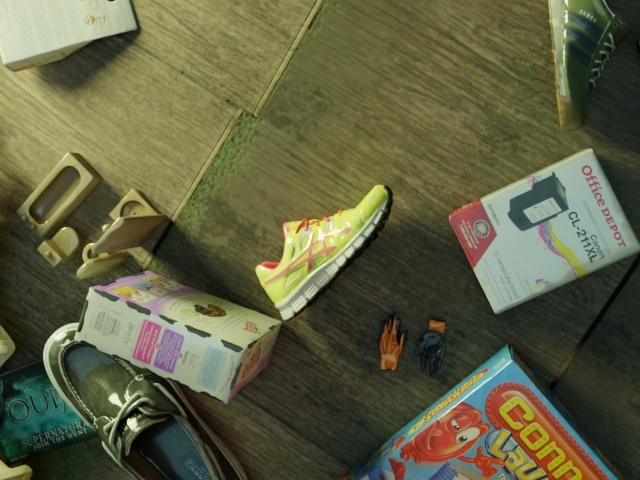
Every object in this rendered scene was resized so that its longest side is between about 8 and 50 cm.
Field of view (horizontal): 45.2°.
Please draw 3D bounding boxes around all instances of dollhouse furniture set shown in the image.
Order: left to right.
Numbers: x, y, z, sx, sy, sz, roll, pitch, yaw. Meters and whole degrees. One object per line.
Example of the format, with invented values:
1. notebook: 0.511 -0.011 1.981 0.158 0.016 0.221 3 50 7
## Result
1. dollhouse furniture set: -0.314 -0.030 0.972 0.151 0.123 0.144 46 101 5

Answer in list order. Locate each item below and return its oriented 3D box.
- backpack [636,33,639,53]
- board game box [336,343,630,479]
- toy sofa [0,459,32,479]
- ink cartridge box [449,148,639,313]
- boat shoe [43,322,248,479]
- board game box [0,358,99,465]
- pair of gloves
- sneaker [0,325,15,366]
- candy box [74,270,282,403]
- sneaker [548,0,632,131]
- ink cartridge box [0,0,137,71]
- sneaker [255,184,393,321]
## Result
1. backpack: 0.448 -0.228 0.802 0.182 0.115 0.152 -41 83 9
2. board game box: 0.209 0.338 0.910 0.302 0.086 0.308 -42 85 12
3. toy sofa: -0.568 0.269 0.985 0.363 0.177 0.150 33 100 22
4. ink cartridge box: 0.253 -0.012 0.880 0.175 0.072 0.127 -26 88 13
5. boat shoe: -0.215 0.226 0.963 0.335 0.119 0.121 41 84 1
6. board game box: -0.367 0.222 1.052 0.186 0.026 0.126 -21 90 12
7. pair of gloves: 0.113 0.129 0.953 0.083 0.010 0.074 7 94 9
8. sneaker: -0.453 0.074 1.011 0.169 0.108 0.292 36 111 17
9. candy box: -0.164 0.109 0.930 0.196 0.165 0.070 20 99 10
10. sneaker: 0.302 -0.222 0.857 0.086 0.064 0.192 -5 90 17
11. ink cartridge box: -0.343 -0.317 1.009 0.179 0.045 0.145 -16 90 -6
12. sneaker: 0.000 0.000 0.931 0.208 0.081 0.094 -45 83 12
